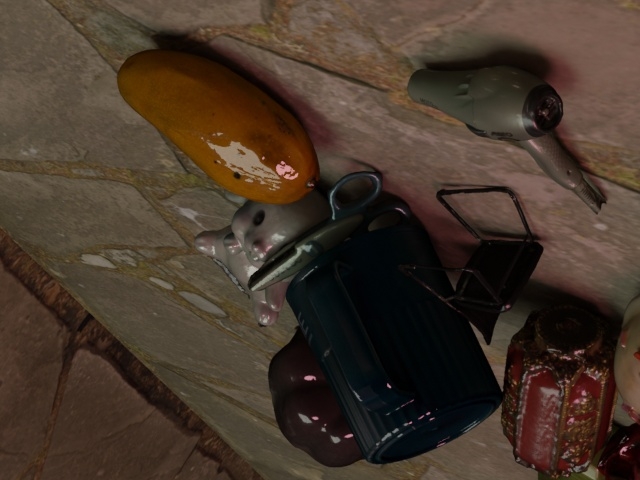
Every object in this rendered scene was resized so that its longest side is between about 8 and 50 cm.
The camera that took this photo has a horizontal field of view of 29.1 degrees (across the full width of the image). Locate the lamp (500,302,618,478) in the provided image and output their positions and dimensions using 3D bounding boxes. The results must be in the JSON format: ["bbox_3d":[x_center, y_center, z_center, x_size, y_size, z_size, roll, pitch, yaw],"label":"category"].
[{"bbox_3d":[0.356,0.224,1.835,0.177,0.177,0.274,22,134,29],"label":"lamp"}]

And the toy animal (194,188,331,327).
[{"bbox_3d":[-0.065,0.009,2.067,0.289,0.174,0.249,1,128,57],"label":"toy animal"}]

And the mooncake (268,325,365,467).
[{"bbox_3d":[0.059,0.247,2.199,0.306,0.306,0.154,33,157,4],"label":"mooncake"}]

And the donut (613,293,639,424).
[{"bbox_3d":[0.556,0.207,1.614,0.383,0.142,0.382,28,157,13],"label":"donut"}]

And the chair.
[{"bbox_3d":[0.243,0.047,1.740,0.145,0.140,0.221,4,146,49],"label":"chair"}]

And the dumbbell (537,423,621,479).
[{"bbox_3d":[0.463,0.405,2.201,0.121,0.108,0.302,30,158,14],"label":"dumbbell"}]

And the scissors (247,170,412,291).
[{"bbox_3d":[0.000,0.000,1.898,0.289,0.041,0.138,-33,119,22],"label":"scissors"}]

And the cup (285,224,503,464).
[{"bbox_3d":[0.115,0.149,1.826,0.308,0.242,0.292,97,151,-65],"label":"cup"}]

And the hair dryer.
[{"bbox_3d":[0.218,-0.133,1.504,0.229,0.092,0.267,28,169,36],"label":"hair dryer"}]

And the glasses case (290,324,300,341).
[{"bbox_3d":[-0.009,0.193,2.523,0.102,0.070,0.193,61,163,11],"label":"glasses case"}]

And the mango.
[{"bbox_3d":[-0.153,-0.176,1.840,0.359,0.144,0.187,35,156,7],"label":"mango"}]

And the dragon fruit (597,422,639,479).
[{"bbox_3d":[0.527,0.373,1.890,0.234,0.234,0.293,32,153,8],"label":"dragon fruit"}]
